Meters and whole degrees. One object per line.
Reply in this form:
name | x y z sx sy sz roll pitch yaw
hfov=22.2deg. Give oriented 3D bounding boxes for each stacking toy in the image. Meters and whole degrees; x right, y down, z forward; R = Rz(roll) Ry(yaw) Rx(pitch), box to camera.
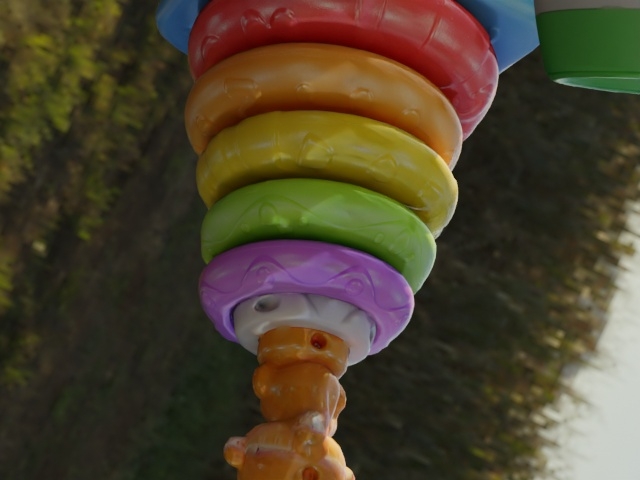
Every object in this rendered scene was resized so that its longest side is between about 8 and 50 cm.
stacking toy | 0.000 0.000 0.804 0.166 0.175 0.301 -33 -136 52

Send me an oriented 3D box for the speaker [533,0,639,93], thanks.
speaker | 0.150 -0.204 0.612 0.131 0.131 0.296 -14 108 -82
